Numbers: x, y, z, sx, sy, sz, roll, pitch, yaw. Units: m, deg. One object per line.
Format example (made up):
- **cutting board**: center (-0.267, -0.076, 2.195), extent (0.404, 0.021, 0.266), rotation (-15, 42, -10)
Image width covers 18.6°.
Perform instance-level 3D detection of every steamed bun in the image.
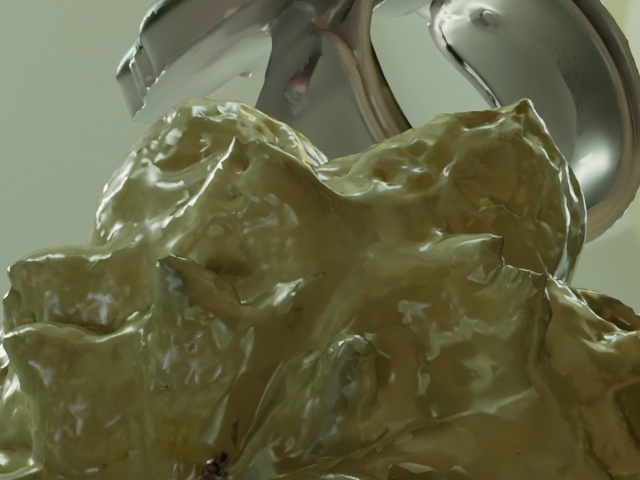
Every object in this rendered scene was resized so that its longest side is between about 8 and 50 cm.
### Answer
- **steamed bun**: center (-0.015, 0.080, 0.607), extent (0.137, 0.295, 0.292), rotation (21, -121, -59)

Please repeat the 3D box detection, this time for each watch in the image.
- **watch**: center (0.038, -0.067, 1.071), extent (0.244, 0.196, 0.231), rotation (-25, -95, -37)
